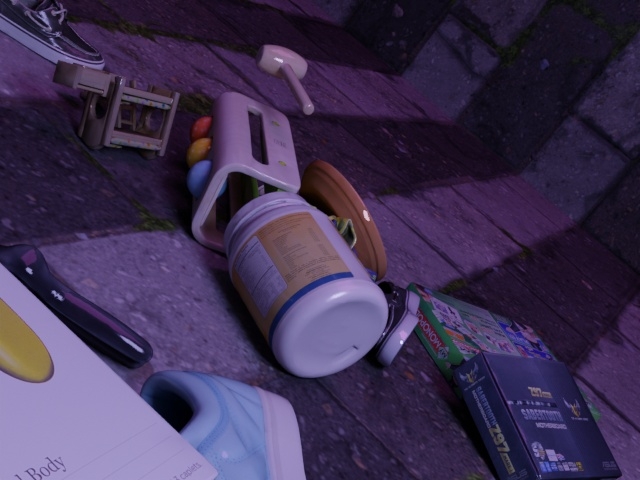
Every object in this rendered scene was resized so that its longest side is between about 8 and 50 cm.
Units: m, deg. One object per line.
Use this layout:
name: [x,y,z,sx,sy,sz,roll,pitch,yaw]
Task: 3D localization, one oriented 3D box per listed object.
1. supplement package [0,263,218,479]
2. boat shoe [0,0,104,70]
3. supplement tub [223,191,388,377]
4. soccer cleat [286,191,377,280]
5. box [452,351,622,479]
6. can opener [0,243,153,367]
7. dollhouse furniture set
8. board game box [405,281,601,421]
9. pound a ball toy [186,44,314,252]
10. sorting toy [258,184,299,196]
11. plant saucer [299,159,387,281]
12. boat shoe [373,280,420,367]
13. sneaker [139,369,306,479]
supplement package: [-0.241,0.134,0.523,0.263,0.198,0.199,41,20,11]
boat shoe: [-0.411,-0.322,1.441,0.219,0.070,0.078,29,22,-23]
supplement tub: [-0.023,0.048,1.166,0.144,0.144,0.199,18,27,-43]
soccer cleat: [0.001,0.001,1.349,0.093,0.121,0.289,23,24,-35]
box: [0.297,0.249,1.326,0.233,0.059,0.183,14,44,-46]
can opener: [-0.240,0.065,0.915,0.186,0.073,0.059,34,-19,-18]
dollhouse furniture set: [-0.318,-0.182,1.312,0.161,0.101,0.182,21,8,34]
board game box: [0.281,0.185,1.528,0.317,0.046,0.213,21,26,-39]
pound a ball toy: [-0.106,-0.144,1.360,0.136,0.208,0.319,21,24,-17]
sorting toy: [-0.053,-0.063,1.537,0.083,0.045,0.075,40,1,8]
plant saucer: [0.025,-0.021,1.425,0.200,0.037,0.200,51,-19,26]
boat shoe: [0.089,0.103,1.342,0.076,0.080,0.228,32,18,1]
sneaker: [-0.087,0.221,0.726,0.150,0.135,0.366,21,15,-20]
